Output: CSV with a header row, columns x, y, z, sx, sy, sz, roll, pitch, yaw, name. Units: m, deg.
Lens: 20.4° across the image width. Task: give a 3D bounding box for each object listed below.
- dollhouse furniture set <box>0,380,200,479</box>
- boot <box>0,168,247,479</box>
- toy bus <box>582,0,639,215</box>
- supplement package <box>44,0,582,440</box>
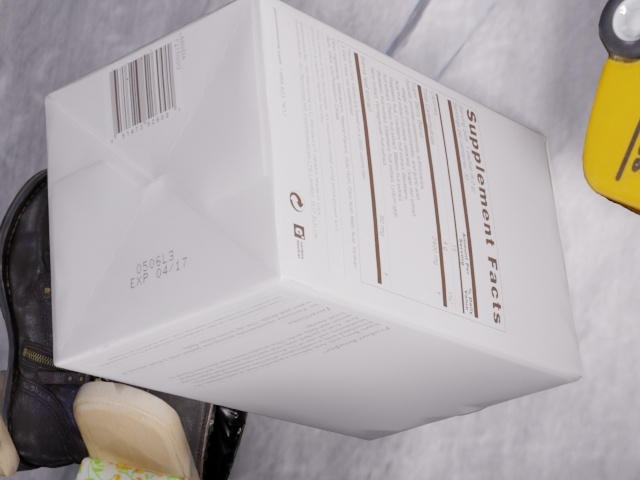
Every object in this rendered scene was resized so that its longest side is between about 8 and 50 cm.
x,y,z,sx,sy,sz,roll,pitch,yaw,name
-0.139,0.241,0.960,0.394,0.256,0.362,10,57,12,dollhouse furniture set
-0.139,0.069,1.331,0.229,0.091,0.262,-3,79,35,boot
0.264,-0.162,1.026,0.130,0.108,0.332,23,92,42,toy bus
0.000,0.000,1.077,0.178,0.293,0.175,-21,63,34,supplement package
